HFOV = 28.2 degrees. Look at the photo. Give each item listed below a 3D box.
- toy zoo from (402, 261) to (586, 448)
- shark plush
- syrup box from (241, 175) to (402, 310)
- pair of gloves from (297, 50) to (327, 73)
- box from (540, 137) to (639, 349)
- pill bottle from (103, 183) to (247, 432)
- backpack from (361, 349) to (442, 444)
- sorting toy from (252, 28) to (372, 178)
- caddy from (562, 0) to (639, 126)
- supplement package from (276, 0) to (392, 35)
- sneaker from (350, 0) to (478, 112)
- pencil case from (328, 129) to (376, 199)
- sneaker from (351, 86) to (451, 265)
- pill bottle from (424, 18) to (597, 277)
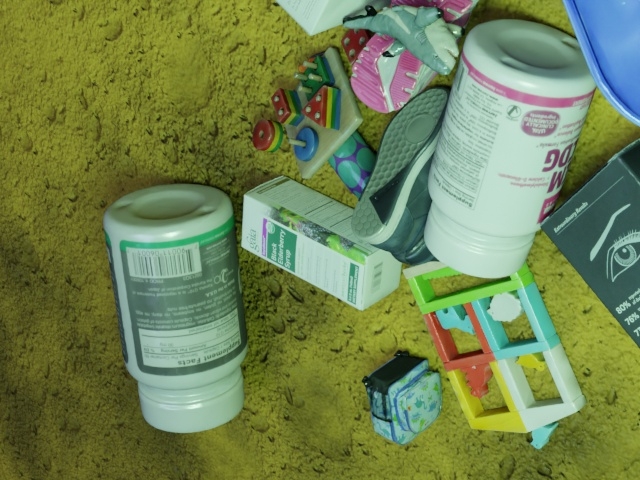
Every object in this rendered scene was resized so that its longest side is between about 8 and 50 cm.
[{"bbox_3d":[0.242,0.149,1.728,0.192,0.030,0.293,-18,96,47],"label":"toy zoo"},{"bbox_3d":[0.091,-0.243,1.487,0.161,0.073,0.067,20,89,20],"label":"shark plush"},{"bbox_3d":[0.000,0.000,1.838,0.236,0.096,0.093,26,127,31],"label":"syrup box"},{"bbox_3d":[0.008,-0.222,1.780,0.074,0.010,0.083,-16,100,44],"label":"pair of gloves"},{"bbox_3d":[0.384,0.003,1.462,0.207,0.108,0.153,53,137,10],"label":"box"},{"bbox_3d":[-0.223,0.108,2.025,0.204,0.204,0.361,16,120,38],"label":"pill bottle"},{"bbox_3d":[0.122,0.234,1.832,0.084,0.105,0.114,20,128,37],"label":"backpack"},{"bbox_3d":[-0.009,-0.181,1.728,0.274,0.046,0.132,-45,50,37],"label":"sorting toy"},{"bbox_3d":[0.370,-0.268,1.294,0.241,0.179,0.341,-20,96,25],"label":"caddy"},{"bbox_3d":[0.000,-0.428,1.546,0.263,0.198,0.199,47,136,16],"label":"supplement package"},{"bbox_3d":[0.132,-0.278,1.569,0.103,0.111,0.252,38,110,9],"label":"sneaker"},{"bbox_3d":[0.060,-0.087,1.759,0.152,0.064,0.070,54,154,10],"label":"pencil case"},{"bbox_3d":[0.143,-0.076,1.676,0.086,0.163,0.226,24,85,45],"label":"sneaker"},{"bbox_3d":[0.220,-0.106,1.526,0.160,0.160,0.283,34,131,27],"label":"pill bottle"}]
